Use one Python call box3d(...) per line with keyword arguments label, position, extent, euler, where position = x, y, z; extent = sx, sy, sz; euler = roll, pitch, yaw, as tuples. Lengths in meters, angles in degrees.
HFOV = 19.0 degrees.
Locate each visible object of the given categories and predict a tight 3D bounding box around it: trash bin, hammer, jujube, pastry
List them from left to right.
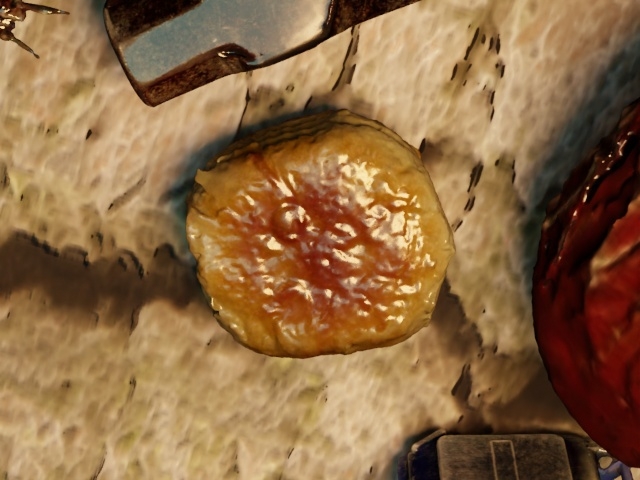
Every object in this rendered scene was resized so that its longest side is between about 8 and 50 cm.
box3d(label="hammer", position=(-0.096, -0.313, 1.320), extent=(0.242, 0.095, 0.408), euler=(-24, 102, 9))
box3d(label="pastry", position=(0.000, 0.000, 1.415), extent=(0.193, 0.093, 0.182), euler=(-16, 106, 8))
box3d(label="trash bin", position=(0.152, 0.275, 1.485), extent=(0.184, 0.162, 0.234), euler=(0, 115, 1))
box3d(label="jujube", position=(0.281, 0.012, 1.288), extent=(0.258, 0.258, 0.376), euler=(15, 153, -5))

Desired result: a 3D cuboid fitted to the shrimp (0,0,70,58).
box3d(label="shrimp", position=(-0.375, -0.225, 1.311), extent=(0.411, 0.166, 0.221), euler=(28, 81, -14))
